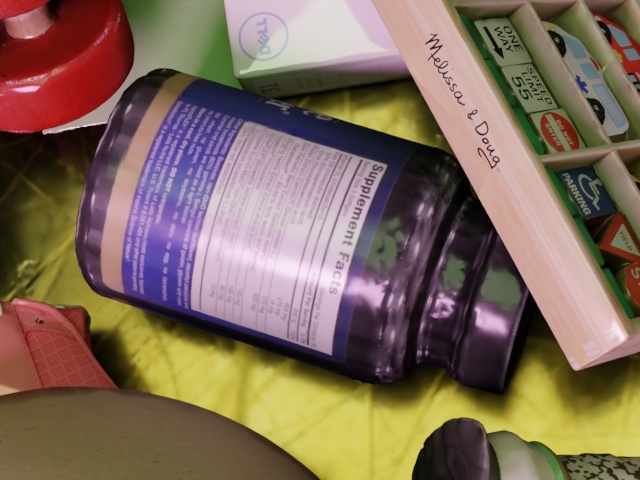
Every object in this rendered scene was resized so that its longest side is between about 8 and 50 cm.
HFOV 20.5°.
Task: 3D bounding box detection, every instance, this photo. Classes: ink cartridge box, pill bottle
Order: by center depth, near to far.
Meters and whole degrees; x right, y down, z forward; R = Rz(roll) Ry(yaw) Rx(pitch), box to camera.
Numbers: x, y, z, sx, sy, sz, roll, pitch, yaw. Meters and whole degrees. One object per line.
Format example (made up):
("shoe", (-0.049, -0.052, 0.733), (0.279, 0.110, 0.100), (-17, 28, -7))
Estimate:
("pill bottle", (0.000, 0.000, 0.879), (0.219, 0.123, 0.123), (17, 81, 10))
("ink cartridge box", (-0.051, -0.160, 0.957), (0.235, 0.056, 0.171), (-8, 78, 4))

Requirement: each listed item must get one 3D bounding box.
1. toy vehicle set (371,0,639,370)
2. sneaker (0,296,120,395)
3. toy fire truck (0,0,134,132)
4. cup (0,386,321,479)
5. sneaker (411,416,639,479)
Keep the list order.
("toy vehicle set", (0.119, -0.073, 0.865), (0.035, 0.166, 0.267), (-39, 72, 39))
("sneaker", (-0.185, 0.076, 0.910), (0.314, 0.116, 0.136), (33, 74, 6))
("toy fire truck", (-0.250, -0.150, 0.912), (0.302, 0.169, 0.254), (-35, 49, -18))
("cup", (-0.095, 0.244, 0.718), (0.331, 0.237, 0.331), (-1, 97, -10))
("sneaker", (0.158, 0.275, 0.800), (0.182, 0.158, 0.410), (-6, 82, -11))
